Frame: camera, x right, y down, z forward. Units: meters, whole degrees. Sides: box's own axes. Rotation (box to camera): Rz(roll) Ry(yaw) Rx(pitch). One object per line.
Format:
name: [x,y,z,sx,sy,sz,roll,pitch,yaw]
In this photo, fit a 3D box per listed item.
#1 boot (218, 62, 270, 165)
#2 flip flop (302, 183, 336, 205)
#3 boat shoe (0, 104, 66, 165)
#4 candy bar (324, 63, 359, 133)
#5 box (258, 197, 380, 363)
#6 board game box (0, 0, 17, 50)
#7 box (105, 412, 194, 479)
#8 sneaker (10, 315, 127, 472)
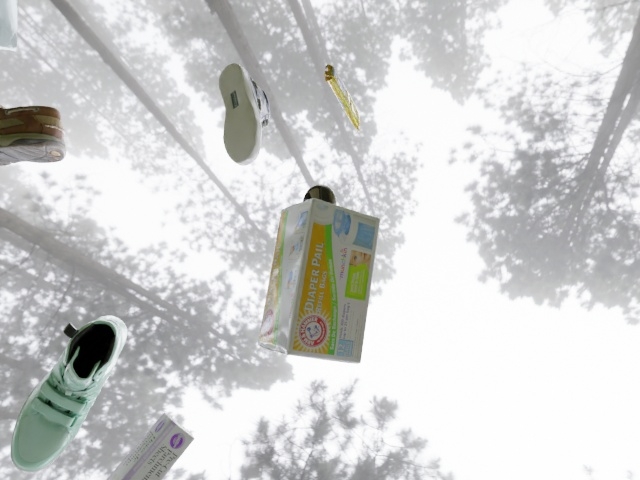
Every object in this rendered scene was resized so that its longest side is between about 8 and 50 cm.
boot: [-0.111,-0.195,0.715,0.069,0.086,0.189,-20,-114,25]
flip flop: [0.000,0.000,1.051,0.112,0.080,0.276,13,-71,27]
boat shoe: [-0.696,-0.230,0.931,0.325,0.123,0.116,0,-99,2]
candy bar: [0.046,-0.263,0.816,0.018,0.161,0.040,-10,-117,24]
box: [-0.003,0.058,0.606,0.103,0.114,0.203,-10,-111,61]
board game box: [-0.463,-0.334,0.408,0.304,0.097,0.223,14,-70,-4]
box: [-0.370,0.471,0.786,0.324,0.067,0.063,-49,-159,-26]
sneaker: [-0.387,0.227,0.654,0.094,0.151,0.255,29,-110,-12]
